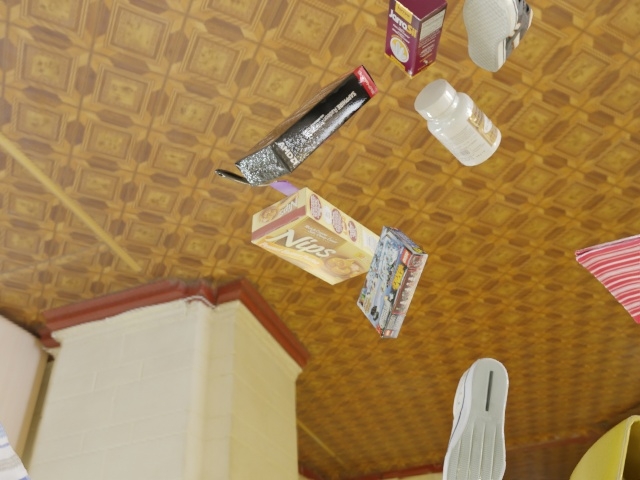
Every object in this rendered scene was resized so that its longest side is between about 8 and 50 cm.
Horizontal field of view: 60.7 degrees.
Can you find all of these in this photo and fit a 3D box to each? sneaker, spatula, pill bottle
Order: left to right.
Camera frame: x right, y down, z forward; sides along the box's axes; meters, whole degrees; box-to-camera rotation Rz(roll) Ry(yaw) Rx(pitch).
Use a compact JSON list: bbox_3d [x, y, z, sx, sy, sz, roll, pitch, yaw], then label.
[{"bbox_3d":[-0.173,-0.166,1.567,0.296,0.030,0.084,8,172,-43],"label":"spatula"},{"bbox_3d":[0.358,-0.311,1.435,0.229,0.131,0.131,36,127,-29],"label":"pill bottle"},{"bbox_3d":[0.265,0.331,0.927,0.094,0.258,0.091,18,158,8],"label":"sneaker"},{"bbox_3d":[0.404,-0.513,1.238,0.127,0.126,0.321,-54,166,2],"label":"sneaker"}]

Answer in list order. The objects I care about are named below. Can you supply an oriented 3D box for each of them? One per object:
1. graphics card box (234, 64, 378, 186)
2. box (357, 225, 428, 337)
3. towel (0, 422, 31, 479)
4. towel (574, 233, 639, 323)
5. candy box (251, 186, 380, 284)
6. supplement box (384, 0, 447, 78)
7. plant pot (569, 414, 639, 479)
[{"bbox_3d":[-0.037,-0.301,1.449,0.094,0.371,0.233,53,152,-17],"label":"graphics card box"},{"bbox_3d":[0.102,0.059,0.795,0.027,0.094,0.137,7,113,-24],"label":"box"},{"bbox_3d":[-0.648,0.383,1.012,0.034,0.285,0.209,-37,164,-3],"label":"towel"},{"bbox_3d":[0.778,0.098,1.317,0.275,0.031,0.199,42,148,-14],"label":"towel"},{"bbox_3d":[0.000,0.000,1.399,0.183,0.087,0.316,-25,140,33],"label":"candy box"},{"bbox_3d":[0.213,-0.480,1.250,0.081,0.104,0.188,-37,159,-13],"label":"supplement box"},{"bbox_3d":[0.393,0.364,0.643,0.212,0.212,0.187,25,153,7],"label":"plant pot"}]
